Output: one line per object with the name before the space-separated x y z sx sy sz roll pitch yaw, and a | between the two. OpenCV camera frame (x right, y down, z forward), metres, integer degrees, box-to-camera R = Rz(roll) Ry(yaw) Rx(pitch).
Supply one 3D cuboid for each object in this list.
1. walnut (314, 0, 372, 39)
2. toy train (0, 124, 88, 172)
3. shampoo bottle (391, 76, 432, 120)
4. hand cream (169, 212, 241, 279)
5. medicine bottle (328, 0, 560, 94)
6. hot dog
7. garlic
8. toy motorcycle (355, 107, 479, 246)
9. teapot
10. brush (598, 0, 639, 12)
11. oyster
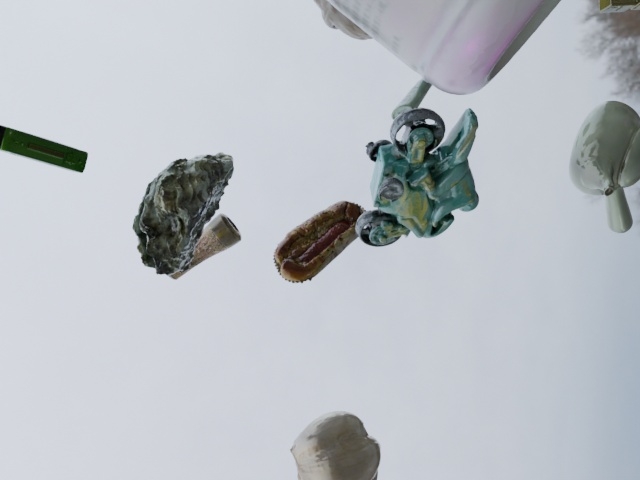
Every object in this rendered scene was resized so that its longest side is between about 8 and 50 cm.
walnut | 0.093 -0.586 1.757 0.248 0.248 0.248 15 -106 -63
toy train | -0.507 -0.164 1.353 0.209 0.042 0.044 16 -93 -57
shampoo bottle | 0.242 -0.368 1.949 0.041 0.069 0.190 49 -136 -13
hand cream | -0.289 0.025 1.840 0.084 0.203 0.084 51 -178 -3
medicine bottle | 0.081 -0.298 0.636 0.302 0.241 0.241 41 -149 5
hot dog | 0.000 0.000 1.738 0.253 0.131 0.069 -39 -29 -15
garlic | 0.051 0.508 1.704 0.203 0.185 0.281 -16 -73 -27
toy motorcycle | 0.170 -0.088 1.225 0.296 0.198 0.109 99 168 -48
teapot | 0.646 -0.168 1.673 0.220 0.149 0.318 -62 -30 -3
brush | 0.521 -0.510 1.291 0.047 0.103 0.233 164 101 -87
oyster | -0.266 -0.060 1.507 0.198 0.112 0.267 14 -88 -63
